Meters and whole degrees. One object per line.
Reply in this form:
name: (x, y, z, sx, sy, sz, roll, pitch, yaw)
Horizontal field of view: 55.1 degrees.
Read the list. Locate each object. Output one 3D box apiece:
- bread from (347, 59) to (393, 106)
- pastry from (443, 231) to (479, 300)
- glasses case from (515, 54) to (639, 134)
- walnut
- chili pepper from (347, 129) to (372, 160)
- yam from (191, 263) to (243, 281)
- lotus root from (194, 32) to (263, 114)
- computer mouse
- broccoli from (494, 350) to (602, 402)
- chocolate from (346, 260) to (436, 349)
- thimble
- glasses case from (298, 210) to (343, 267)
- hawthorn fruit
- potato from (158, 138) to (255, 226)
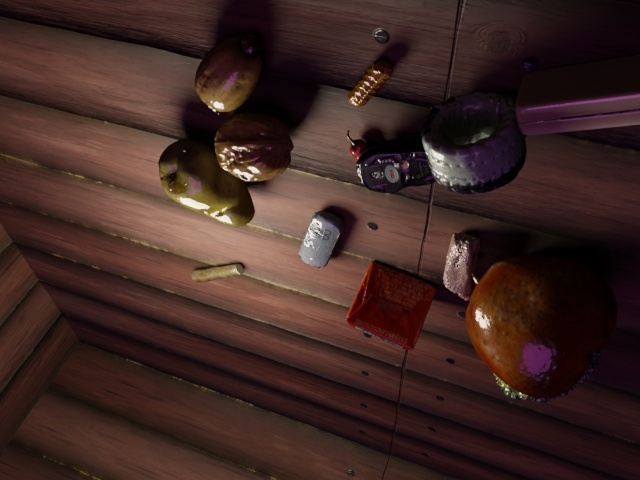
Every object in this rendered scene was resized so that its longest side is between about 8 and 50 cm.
bread: (0.119, -0.377, 1.479, 0.052, 0.044, 0.157, 29, 146, -14)
pastry: (0.422, 0.079, 1.823, 0.112, 0.103, 0.265, 13, 141, 30)
glasses case: (0.570, -0.293, 1.220, 0.337, 0.144, 0.076, 0, 136, 33)
walnut: (-0.182, -0.259, 1.694, 0.245, 0.198, 0.198, 1, 138, 33)
chili pepper: (0.123, -0.226, 1.663, 0.059, 0.050, 0.191, -26, 129, 29)
yam: (-0.410, 0.127, 2.440, 0.274, 0.061, 0.061, -11, 130, 40)
lotus root: (-0.241, -0.425, 1.570, 0.257, 0.140, 0.154, -43, 67, 42)
computer mouse: (0.210, -0.202, 1.597, 0.233, 0.096, 0.137, -5, 136, 16)
broccoli: (0.674, 0.371, 1.906, 0.302, 0.249, 0.375, 38, 149, -21)
chocolate: (0.228, 0.220, 2.015, 0.237, 0.234, 0.108, 22, 155, 5)
thimble: (0.352, -0.225, 1.385, 0.237, 0.237, 0.150, 5, 142, 27)
glasses case: (0.000, 0.000, 2.013, 0.109, 0.067, 0.282, 27, 143, 3)
hawthorn fruit: (0.573, 0.204, 1.667, 0.403, 0.402, 0.402, 17, 144, 13)
potato: (-0.343, -0.168, 1.901, 0.218, 0.202, 0.351, -1, 146, 50)
